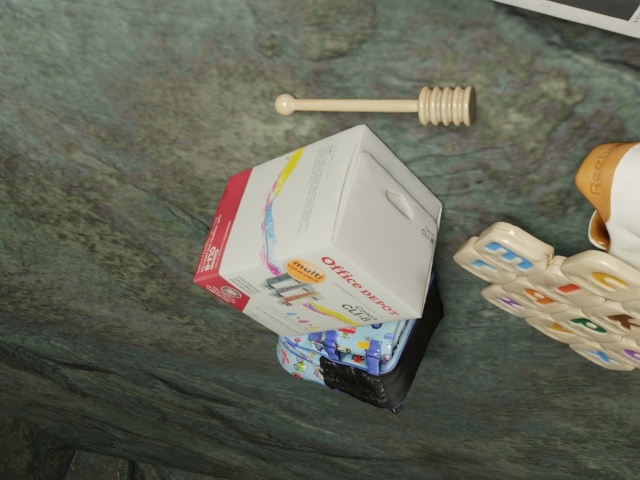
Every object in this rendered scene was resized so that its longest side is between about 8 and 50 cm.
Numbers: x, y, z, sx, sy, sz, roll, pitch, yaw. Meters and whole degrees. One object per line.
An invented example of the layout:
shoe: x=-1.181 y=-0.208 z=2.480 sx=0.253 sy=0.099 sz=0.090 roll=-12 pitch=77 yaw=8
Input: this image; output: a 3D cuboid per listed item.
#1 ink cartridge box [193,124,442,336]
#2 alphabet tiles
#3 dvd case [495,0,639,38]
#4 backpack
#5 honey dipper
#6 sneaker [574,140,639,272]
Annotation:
ink cartridge box: x=0.000 y=0.000 z=0.613 sx=0.176 sy=0.127 sz=0.128 roll=-16 pitch=137 yaw=41
alphabet tiles: x=0.264 y=0.071 z=0.616 sx=0.284 sy=0.021 sz=0.278 roll=31 pitch=169 yaw=3
dvd case: x=0.082 y=-0.181 z=0.269 sx=0.239 sy=0.029 sz=0.179 roll=13 pitch=149 yaw=-3
backpack: x=0.029 y=0.083 z=0.727 sx=0.174 sy=0.158 sz=0.116 roll=12 pitch=144 yaw=29
honey dipper: x=0.038 y=-0.104 z=0.519 sx=0.161 sy=0.030 sz=0.030 roll=4 pitch=149 yaw=23
sneaker: x=0.299 y=0.001 z=0.535 sx=0.290 sy=0.105 sz=0.123 roll=36 pitch=173 yaw=-39
